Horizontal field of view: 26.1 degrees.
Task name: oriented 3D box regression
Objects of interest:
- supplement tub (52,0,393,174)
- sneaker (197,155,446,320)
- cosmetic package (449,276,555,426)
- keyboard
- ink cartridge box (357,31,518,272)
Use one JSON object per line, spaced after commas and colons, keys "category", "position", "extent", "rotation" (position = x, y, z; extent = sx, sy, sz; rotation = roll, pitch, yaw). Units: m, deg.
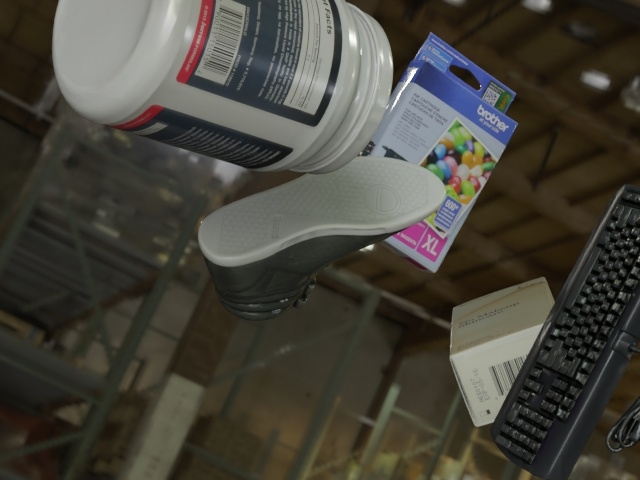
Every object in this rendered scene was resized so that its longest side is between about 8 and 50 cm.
{"category": "supplement tub", "position": [-0.086, -0.170, 1.256], "extent": [0.272, 0.191, 0.191], "rotation": [15, -7, -42]}
{"category": "sneaker", "position": [0.000, 0.000, 1.589], "extent": [0.147, 0.296, 0.104], "rotation": [96, -28, -54]}
{"category": "cosmetic package", "position": [0.278, 0.155, 1.997], "extent": [0.160, 0.113, 0.309], "rotation": [-20, 8, 8]}
{"category": "keyboard", "position": [0.294, 0.099, 1.388], "extent": [0.033, 0.317, 0.201], "rotation": [28, -2, -36]}
{"category": "ink cartridge box", "position": [0.165, -0.130, 2.038], "extent": [0.186, 0.311, 0.065], "rotation": [32, -8, -22]}
